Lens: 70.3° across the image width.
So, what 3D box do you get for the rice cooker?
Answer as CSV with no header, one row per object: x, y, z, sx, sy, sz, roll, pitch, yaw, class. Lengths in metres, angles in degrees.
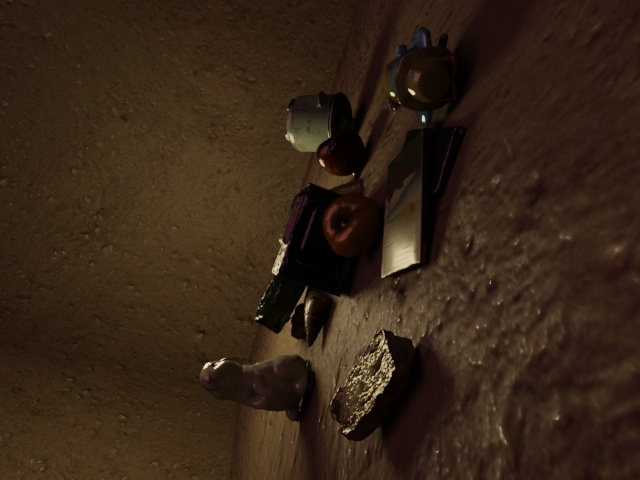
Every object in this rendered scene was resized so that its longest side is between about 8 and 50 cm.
0.013,-0.510,1.980,0.316,0.317,0.264,118,175,-51,rice cooker

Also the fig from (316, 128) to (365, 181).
0.096,-0.293,1.650,0.175,0.207,0.175,-37,7,5,fig

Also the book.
0.185,-0.073,0.990,0.201,0.026,0.289,136,141,-70,book

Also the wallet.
0.228,-0.179,1.012,0.285,0.030,0.145,-126,47,-75,wallet

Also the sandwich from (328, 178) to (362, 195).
0.102,-0.103,1.631,0.117,0.144,0.187,-87,-19,-52,sandwich

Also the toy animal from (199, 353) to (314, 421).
-0.213,0.460,1.501,0.258,0.358,0.193,-104,29,-74,toy animal

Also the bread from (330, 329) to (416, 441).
0.102,0.275,0.856,0.231,0.088,0.128,-62,24,26,bread

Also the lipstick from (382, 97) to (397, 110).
0.222,-0.419,1.409,0.129,0.030,0.030,-98,26,-66,lipstick

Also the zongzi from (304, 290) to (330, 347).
-0.025,0.266,1.580,0.160,0.079,0.176,-161,84,-85,zongzi

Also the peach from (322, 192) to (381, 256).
0.087,-0.043,1.244,0.179,0.103,0.179,-11,69,31,peach

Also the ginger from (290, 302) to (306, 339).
-0.071,0.305,1.780,0.103,0.074,0.162,-92,16,-51,ginger

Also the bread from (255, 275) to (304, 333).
-0.128,0.195,1.878,0.381,0.129,0.366,-62,-3,-15,bread

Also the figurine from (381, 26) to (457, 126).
0.218,-0.380,1.020,0.262,0.154,0.180,-104,34,-49,figurine

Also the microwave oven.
0.000,0.000,1.402,0.181,0.238,0.294,-178,108,-79,microwave oven
